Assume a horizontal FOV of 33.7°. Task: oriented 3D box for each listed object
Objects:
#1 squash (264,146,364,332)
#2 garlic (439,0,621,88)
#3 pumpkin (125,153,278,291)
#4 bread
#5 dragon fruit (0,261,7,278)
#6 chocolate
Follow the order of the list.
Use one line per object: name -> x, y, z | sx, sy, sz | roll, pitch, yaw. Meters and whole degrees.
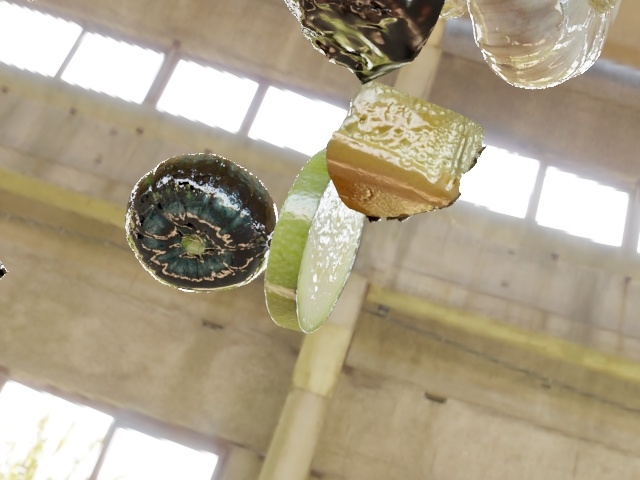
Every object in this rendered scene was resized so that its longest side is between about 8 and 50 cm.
squash -> 0.000, 0.000, 1.410 | 0.049, 0.252, 0.252 | 15, -34, 17
garlic -> 0.218, -0.291, 1.206 | 0.253, 0.245, 0.245 | 5, -34, 46
pumpkin -> -0.240, -0.040, 2.166 | 0.315, 0.238, 0.315 | 4, -54, 5
bread -> 0.102, -0.092, 1.283 | 0.169, 0.140, 0.160 | 23, -18, 8
dragon fruit -> -0.692, 0.042, 1.988 | 0.172, 0.166, 0.160 | 45, -58, -8
chocolate -> 0.006, -0.261, 0.871 | 0.177, 0.206, 0.224 | 16, -5, -17
